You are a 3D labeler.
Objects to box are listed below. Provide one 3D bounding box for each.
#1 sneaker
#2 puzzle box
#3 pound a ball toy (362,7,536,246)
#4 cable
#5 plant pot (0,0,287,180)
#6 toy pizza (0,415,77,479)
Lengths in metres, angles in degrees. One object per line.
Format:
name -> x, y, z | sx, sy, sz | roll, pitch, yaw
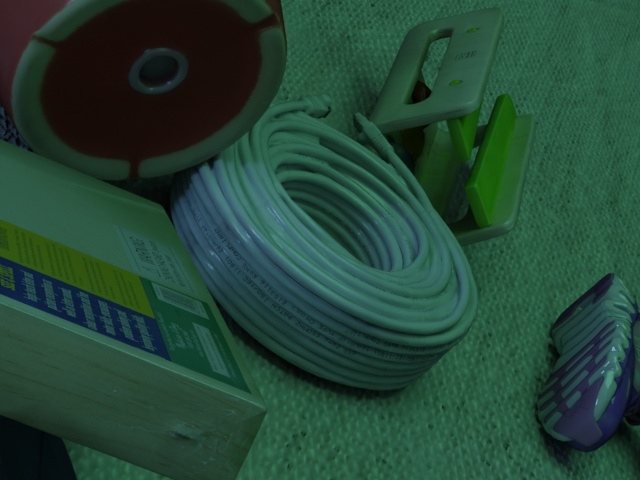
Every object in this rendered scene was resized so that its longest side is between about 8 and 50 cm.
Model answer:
sneaker -> 0.251, 0.116, 1.587 | 0.104, 0.095, 0.236 | 45, 24, -7
puzzle box -> -0.192, -0.001, 1.018 | 0.272, 0.052, 0.409 | 23, 8, -16
pound a ball toy -> 0.098, -0.145, 1.703 | 0.319, 0.136, 0.208 | -69, 143, -63
cable -> 0.000, 0.000, 1.432 | 0.257, 0.089, 0.257 | -1, 47, -53
plant pot -> -0.148, -0.193, 1.349 | 0.275, 0.275, 0.243 | 17, 37, -39
toy pizza -> -0.151, 0.160, 0.913 | 0.201, 0.032, 0.201 | -11, 90, -81
